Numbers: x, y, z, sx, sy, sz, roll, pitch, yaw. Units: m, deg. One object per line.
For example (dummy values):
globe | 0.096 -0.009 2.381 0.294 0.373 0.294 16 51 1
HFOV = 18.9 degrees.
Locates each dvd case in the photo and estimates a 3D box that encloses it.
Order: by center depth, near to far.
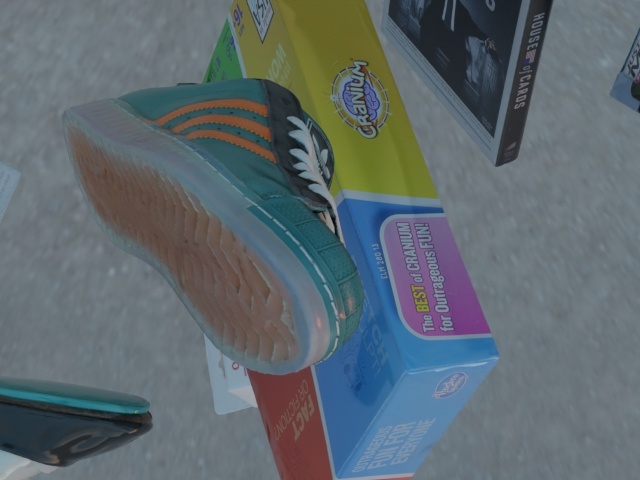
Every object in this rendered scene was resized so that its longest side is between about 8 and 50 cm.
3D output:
dvd case | 0.116 -0.197 1.528 0.029 0.179 0.239 -24 148 -21

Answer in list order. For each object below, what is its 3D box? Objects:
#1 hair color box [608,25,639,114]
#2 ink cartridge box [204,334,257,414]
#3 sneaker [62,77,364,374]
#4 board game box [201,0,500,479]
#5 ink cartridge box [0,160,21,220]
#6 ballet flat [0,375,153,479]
hair color box | 0.438 -0.134 1.525 0.374 0.113 0.185 15 105 -24
ink cartridge box | -0.036 0.093 1.922 0.198 0.067 0.115 -18 64 17
sneaker | -0.035 -0.028 1.004 0.121 0.302 0.108 -22 118 -18
board game box | 0.000 0.000 1.261 0.064 0.316 0.242 -7 151 -22
ink cartridge box | -0.427 -0.044 1.862 0.219 0.160 0.092 30 147 -20
ballet flat | -0.256 0.122 1.315 0.280 0.095 0.096 14 93 7
